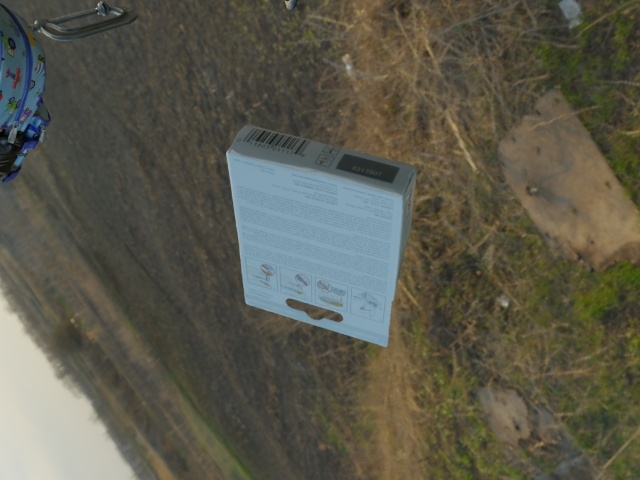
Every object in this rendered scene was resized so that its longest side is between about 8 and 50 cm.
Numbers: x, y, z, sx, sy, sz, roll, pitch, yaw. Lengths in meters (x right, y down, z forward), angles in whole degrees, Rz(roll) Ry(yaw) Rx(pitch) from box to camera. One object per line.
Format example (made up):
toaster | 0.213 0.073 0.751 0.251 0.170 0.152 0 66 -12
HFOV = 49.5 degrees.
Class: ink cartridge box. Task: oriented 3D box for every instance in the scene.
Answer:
ink cartridge box | 0.000 0.000 0.754 0.189 0.066 0.232 16 141 16

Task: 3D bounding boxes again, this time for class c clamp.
c clamp | -0.364 -0.333 1.043 0.137 0.160 0.022 35 139 41

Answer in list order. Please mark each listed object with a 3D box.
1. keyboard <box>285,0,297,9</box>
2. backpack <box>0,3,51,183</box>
keyboard | -0.023 -0.564 1.145 0.317 0.033 0.201 122 144 -53
backpack | -0.336 -0.159 0.681 0.173 0.117 0.158 -48 68 25
